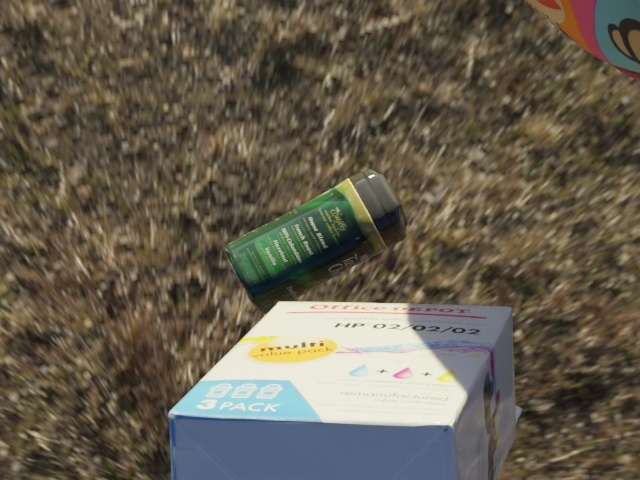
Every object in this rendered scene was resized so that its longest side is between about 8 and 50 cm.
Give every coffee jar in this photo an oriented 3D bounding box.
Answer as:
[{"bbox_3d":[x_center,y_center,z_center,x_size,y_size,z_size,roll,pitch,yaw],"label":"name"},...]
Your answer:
[{"bbox_3d":[0.000,0.000,1.800,0.184,0.096,0.079,-29,74,2],"label":"coffee jar"}]

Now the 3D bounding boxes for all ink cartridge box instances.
[{"bbox_3d":[0.018,0.067,0.691,0.104,0.181,0.061,1,104,14],"label":"ink cartridge box"}]

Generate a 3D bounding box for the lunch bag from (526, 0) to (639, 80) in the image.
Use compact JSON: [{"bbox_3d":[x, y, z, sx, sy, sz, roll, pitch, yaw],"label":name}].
[{"bbox_3d":[0.075,-0.206,0.607,0.120,0.293,0.258,-31,119,-1],"label":"lunch bag"}]
